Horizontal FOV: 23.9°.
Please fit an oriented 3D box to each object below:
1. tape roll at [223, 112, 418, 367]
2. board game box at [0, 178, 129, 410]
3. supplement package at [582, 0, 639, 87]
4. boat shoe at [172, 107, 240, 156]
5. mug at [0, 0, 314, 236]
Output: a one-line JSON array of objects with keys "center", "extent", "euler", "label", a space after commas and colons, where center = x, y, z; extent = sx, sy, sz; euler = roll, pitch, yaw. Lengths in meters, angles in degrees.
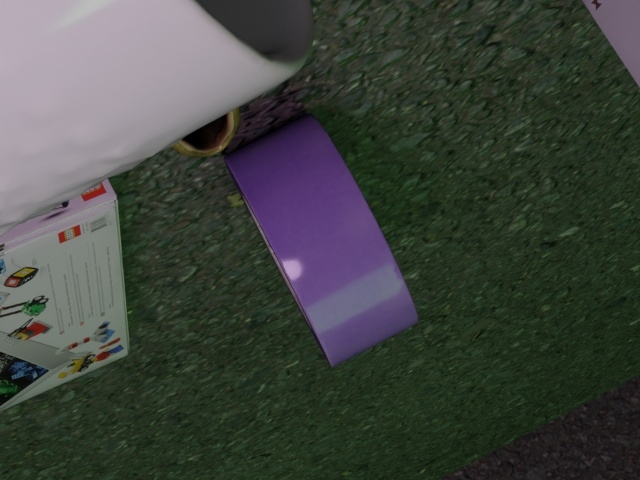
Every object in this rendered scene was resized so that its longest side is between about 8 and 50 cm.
[{"center": [0.000, 0.000, 1.200], "extent": [0.080, 0.189, 0.189], "euler": [-28, 160, -3], "label": "tape roll"}, {"center": [-0.251, 0.054, 1.200], "extent": [0.193, 0.053, 0.305], "euler": [-23, 159, -16], "label": "board game box"}, {"center": [0.367, -0.200, 1.273], "extent": [0.244, 0.134, 0.139], "euler": [-10, 153, -40], "label": "supplement package"}, {"center": [-0.101, -0.142, 0.856], "extent": [0.110, 0.104, 0.307], "euler": [-30, 159, 4], "label": "boat shoe"}, {"center": [-0.234, -0.139, 0.528], "extent": [0.328, 0.276, 0.374], "euler": [-26, 130, 15], "label": "mug"}]
